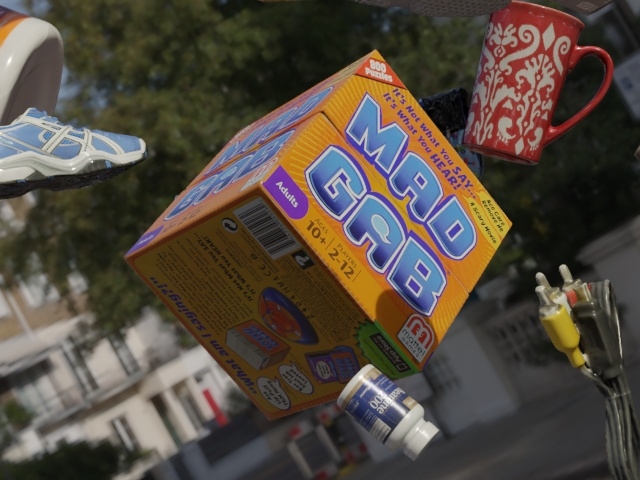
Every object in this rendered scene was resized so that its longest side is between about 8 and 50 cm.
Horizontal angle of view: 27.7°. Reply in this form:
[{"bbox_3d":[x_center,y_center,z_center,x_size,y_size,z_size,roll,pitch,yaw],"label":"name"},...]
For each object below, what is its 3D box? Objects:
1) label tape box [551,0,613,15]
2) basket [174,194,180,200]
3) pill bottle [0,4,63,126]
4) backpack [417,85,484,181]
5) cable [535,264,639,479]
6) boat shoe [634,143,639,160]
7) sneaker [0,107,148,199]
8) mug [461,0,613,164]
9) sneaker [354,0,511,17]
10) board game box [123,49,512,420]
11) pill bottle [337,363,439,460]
[{"bbox_3d":[0.319,-0.519,1.989,0.333,0.241,0.106,16,-20,-26],"label":"label tape box"},{"bbox_3d":[-0.226,-0.005,2.406,0.103,0.113,0.167,1,25,1],"label":"basket"},{"bbox_3d":[-0.529,-0.217,1.552,0.224,0.392,0.224,20,-90,-87],"label":"pill bottle"},{"bbox_3d":[0.225,-0.170,2.348,0.117,0.173,0.158,-17,-8,-6],"label":"backpack"},{"bbox_3d":[0.333,0.163,1.555,0.072,0.287,0.139,-14,8,33],"label":"cable"},{"bbox_3d":[0.585,-0.175,1.973,0.123,0.123,0.342,-61,1,-5],"label":"boat shoe"},{"bbox_3d":[-0.263,-0.093,1.293,0.211,0.081,0.080,-9,-11,-44],"label":"sneaker"},{"bbox_3d":[0.242,-0.176,1.492,0.150,0.169,0.113,15,0,35],"label":"mug"},{"bbox_3d":[0.037,-0.356,1.294,0.365,0.210,0.137,8,-8,-26],"label":"sneaker"},{"bbox_3d":[0.000,0.000,1.994,0.356,0.356,0.356,-25,21,46],"label":"board game box"},{"bbox_3d":[0.085,0.214,1.601,0.067,0.120,0.067,-47,-13,-15],"label":"pill bottle"}]
